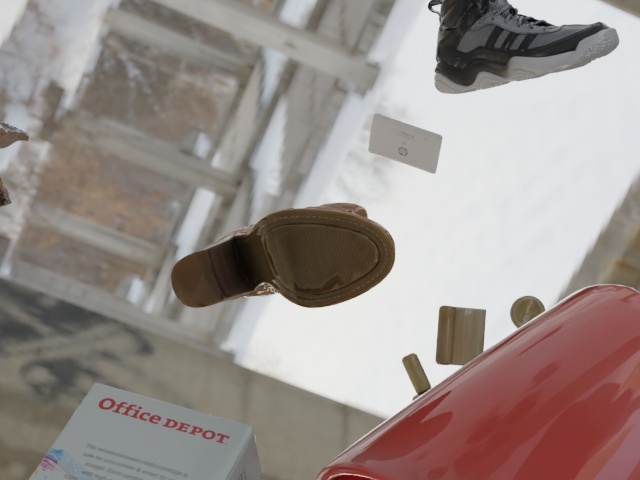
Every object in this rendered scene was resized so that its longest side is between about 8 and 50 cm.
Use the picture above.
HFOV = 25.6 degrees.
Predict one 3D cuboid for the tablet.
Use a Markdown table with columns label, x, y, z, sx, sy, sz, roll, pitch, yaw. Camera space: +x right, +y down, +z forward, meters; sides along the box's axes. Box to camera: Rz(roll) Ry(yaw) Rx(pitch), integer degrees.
| label | x | y | z | sx | sy | sz | roll | pitch | yaw |
| --- | --- | --- | --- | --- | --- | --- | --- | --- | --- |
| tablet | 0.095 | -0.108 | 1.585 | 0.006 | 0.083 | 0.054 | -53 | 157 | -47 |

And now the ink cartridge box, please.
| label | x | y | z | sx | sy | sz | roll | pitch | yaw |
| --- | --- | --- | --- | --- | --- | --- | --- | --- | --- |
| ink cartridge box | -0.128 | 0.209 | 0.940 | 0.127 | 0.128 | 0.176 | 84 | 27 | -43 |

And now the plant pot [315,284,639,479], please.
| label | x | y | z | sx | sy | sz | roll | pitch | yaw |
| --- | --- | --- | --- | --- | --- | --- | --- | --- | --- |
| plant pot | 0.173 | 0.178 | 0.972 | 0.243 | 0.275 | 0.275 | -41 | 180 | -25 |

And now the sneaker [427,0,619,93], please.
| label | x | y | z | sx | sy | sz | roll | pitch | yaw |
| --- | --- | --- | --- | --- | --- | --- | --- | --- | --- |
| sneaker | 0.253 | -0.284 | 1.839 | 0.268 | 0.101 | 0.153 | -9 | -83 | 38 |

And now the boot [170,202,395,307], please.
| label | x | y | z | sx | sy | sz | roll | pitch | yaw |
| --- | --- | --- | --- | --- | --- | --- | --- | --- | --- |
| boot | 0.000 | 0.000 | 1.068 | 0.152 | 0.197 | 0.073 | -22 | 103 | -54 |

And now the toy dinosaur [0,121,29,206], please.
| label | x | y | z | sx | sy | sz | roll | pitch | yaw |
| --- | --- | --- | --- | --- | --- | --- | --- | --- | --- |
| toy dinosaur | -0.376 | -0.093 | 1.162 | 0.127 | 0.295 | 0.200 | -10 | -79 | 59 |

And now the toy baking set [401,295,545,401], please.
| label | x | y | z | sx | sy | sz | roll | pitch | yaw |
| --- | --- | --- | --- | --- | --- | --- | --- | --- | --- |
| toy baking set | 0.199 | 0.172 | 1.397 | 0.030 | 0.196 | 0.256 | 153 | -83 | -81 |
